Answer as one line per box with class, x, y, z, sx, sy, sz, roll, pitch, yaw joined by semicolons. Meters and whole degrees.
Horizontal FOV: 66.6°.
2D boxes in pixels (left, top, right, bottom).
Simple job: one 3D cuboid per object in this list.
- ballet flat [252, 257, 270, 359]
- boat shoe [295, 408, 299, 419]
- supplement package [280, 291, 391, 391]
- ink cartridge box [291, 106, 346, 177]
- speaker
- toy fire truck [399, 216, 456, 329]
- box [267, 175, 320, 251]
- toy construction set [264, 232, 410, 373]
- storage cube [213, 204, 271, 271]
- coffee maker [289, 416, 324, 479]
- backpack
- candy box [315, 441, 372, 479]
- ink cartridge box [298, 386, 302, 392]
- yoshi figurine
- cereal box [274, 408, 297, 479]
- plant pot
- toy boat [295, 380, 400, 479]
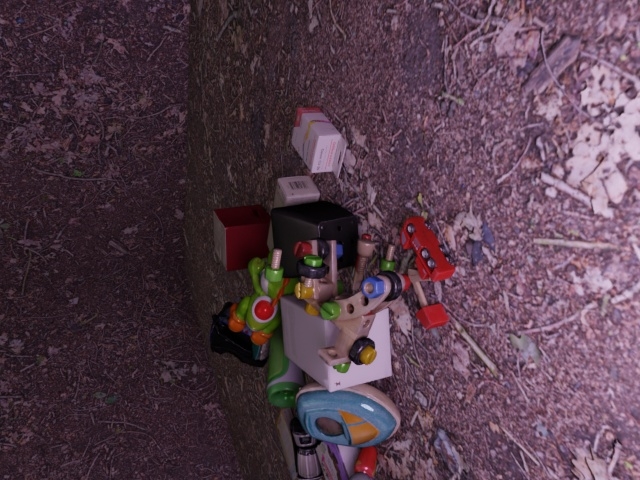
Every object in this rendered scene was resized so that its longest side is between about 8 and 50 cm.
ballet flat;-0.167;0.255;1.746;0.147;0.147;0.409;40;129;56
boat shoe;0.003;0.496;1.488;0.340;0.113;0.127;132;125;-60
supplement package;0.032;0.242;1.260;0.293;0.175;0.178;-168;73;-64
ink cartridge box;-0.008;-0.262;1.307;0.198;0.067;0.115;58;146;41
speaker;-0.108;0.380;1.578;0.296;0.131;0.131;-93;12;-48
toy fire truck;0.207;0.063;0.968;0.135;0.047;0.192;108;146;-48
box;-0.089;-0.063;1.505;0.275;0.113;0.094;107;146;-42
toy construction set;0.051;0.129;1.029;0.257;0.309;0.237;16;107;18
storage cube;-0.297;-0.011;1.883;0.183;0.193;0.215;-134;43;-53
coffee maker;-0.051;0.697;1.669;0.171;0.120;0.178;-172;75;-66
backpack;-0.299;0.380;1.971;0.263;0.213;0.276;32;145;8
candy box;0.065;0.671;1.463;0.165;0.070;0.196;67;152;29
ink cartridge box;0.033;0.445;1.336;0.060;0.180;0.104;-51;-32;-61
yoshi figurine;-0.144;0.145;1.502;0.203;0.203;0.362;57;131;28
cereal box;-0.114;0.810;1.936;0.173;0.047;0.240;111;142;-48
plant pot;0.000;0.000;1.264;0.167;0.187;0.188;7;105;52
toy boat;0.079;0.493;1.213;0.267;0.148;0.318;-7;115;24
